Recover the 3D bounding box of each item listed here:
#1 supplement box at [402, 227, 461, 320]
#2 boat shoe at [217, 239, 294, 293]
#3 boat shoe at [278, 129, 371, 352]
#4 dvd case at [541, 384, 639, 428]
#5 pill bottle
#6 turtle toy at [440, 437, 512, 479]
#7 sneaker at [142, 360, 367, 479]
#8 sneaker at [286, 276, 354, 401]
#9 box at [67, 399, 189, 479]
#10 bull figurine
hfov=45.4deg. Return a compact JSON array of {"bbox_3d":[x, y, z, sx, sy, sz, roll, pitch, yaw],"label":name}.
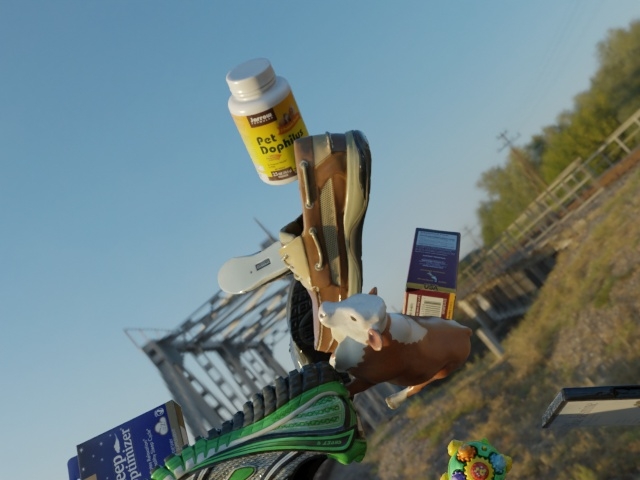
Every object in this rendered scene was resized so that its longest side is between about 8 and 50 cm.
[{"bbox_3d":[0.183,0.070,1.269,0.188,0.081,0.104,-70,-15,-58],"label":"supplement box"},{"bbox_3d":[-0.088,0.048,1.322,0.183,0.065,0.083,-22,-14,33],"label":"boat shoe"},{"bbox_3d":[0.000,0.000,1.087,0.122,0.120,0.324,-102,15,-72],"label":"boat shoe"},{"bbox_3d":[0.456,0.236,1.088,0.253,0.022,0.180,-3,-25,5],"label":"dvd case"},{"bbox_3d":[-0.091,-0.215,1.384,0.117,0.117,0.215,-38,-53,-21],"label":"pill bottle"},{"bbox_3d":[0.221,0.345,1.091,0.066,0.095,0.130,75,-148,-71],"label":"turtle toy"},{"bbox_3d":[-0.097,0.299,0.945,0.343,0.146,0.134,-37,-21,8],"label":"sneaker"},{"bbox_3d":[-0.020,0.188,1.442,0.109,0.286,0.130,-12,15,-21],"label":"sneaker"},{"bbox_3d":[-0.324,0.373,1.267,0.225,0.136,0.036,-27,-37,5],"label":"box"},{"bbox_3d":[0.086,0.153,1.031,0.188,0.101,0.310,-40,-35,28],"label":"bull figurine"}]
